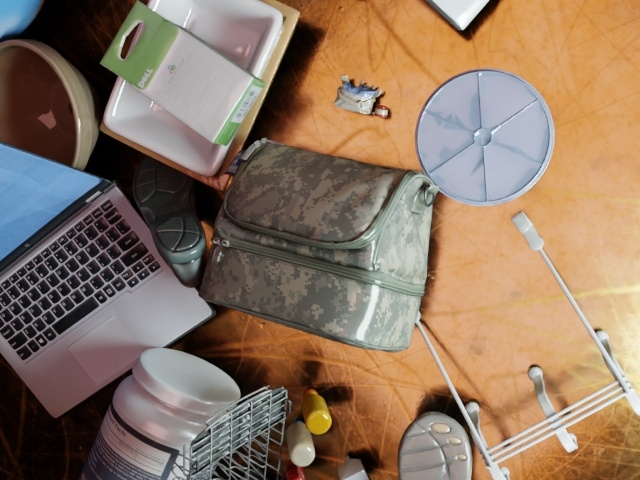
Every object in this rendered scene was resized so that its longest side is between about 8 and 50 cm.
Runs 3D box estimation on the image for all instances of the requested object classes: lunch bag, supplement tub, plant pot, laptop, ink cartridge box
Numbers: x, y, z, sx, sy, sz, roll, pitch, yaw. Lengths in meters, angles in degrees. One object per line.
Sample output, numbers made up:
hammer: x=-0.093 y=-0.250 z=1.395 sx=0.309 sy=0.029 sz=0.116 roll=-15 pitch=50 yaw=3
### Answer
lunch bag: x=0.000 y=0.000 z=1.212 sx=0.305 sy=0.213 sz=0.255 roll=14 pitch=86 yaw=30
supplement tub: x=-0.254 y=0.326 z=1.322 sx=0.191 sy=0.191 sz=0.272 roll=27 pitch=99 yaw=10
plant pot: x=-0.428 y=-0.203 z=1.350 sx=0.238 sy=0.110 sz=0.237 roll=12 pitch=113 yaw=30
laptop: x=-0.452 y=0.082 z=1.272 sx=0.382 sy=0.236 sz=0.407 roll=-34 pitch=97 yaw=22
ink cartridge box: x=-0.196 y=-0.237 z=1.211 sx=0.209 sy=0.062 sz=0.109 roll=35 pitch=100 yaw=10

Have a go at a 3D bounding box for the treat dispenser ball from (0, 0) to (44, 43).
treat dispenser ball: x=-0.561 y=-0.429 z=1.292 sx=0.288 sy=0.288 sz=0.288 roll=1 pitch=94 yaw=14

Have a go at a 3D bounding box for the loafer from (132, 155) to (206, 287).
loafer: x=-0.227 y=-0.035 z=1.291 sx=0.096 sy=0.267 sz=0.084 roll=-12 pitch=131 yaw=-9

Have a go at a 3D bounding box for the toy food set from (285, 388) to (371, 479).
toy food set: x=0.008 y=0.355 z=1.327 sx=0.111 sy=0.104 sz=0.232 roll=-29 pitch=105 yaw=1

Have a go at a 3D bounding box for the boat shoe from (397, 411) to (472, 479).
boat shoe: x=0.164 y=0.428 z=1.262 sx=0.133 sy=0.130 sz=0.355 roll=10 pitch=91 yaw=10

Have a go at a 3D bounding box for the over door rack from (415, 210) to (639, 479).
over door rack: x=0.283 y=0.155 z=1.234 sx=0.240 sy=0.108 sz=0.324 roll=-33 pitch=72 yaw=13

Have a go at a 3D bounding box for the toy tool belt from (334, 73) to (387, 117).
toy tool belt: x=0.065 y=-0.218 z=1.278 sx=0.083 sy=0.052 sz=0.051 roll=15 pitch=106 yaw=12

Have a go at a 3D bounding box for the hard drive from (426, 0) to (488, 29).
hard drive: x=0.228 y=-0.504 z=1.171 sx=0.233 sy=0.047 sz=0.353 roll=39 pitch=97 yaw=-13

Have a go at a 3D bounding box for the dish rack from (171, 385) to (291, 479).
dish rack: x=-0.138 y=0.333 z=1.243 sx=0.074 sy=0.208 sz=0.271 roll=28 pitch=126 yaw=32

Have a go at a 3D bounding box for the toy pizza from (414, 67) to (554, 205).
toy pizza: x=0.240 y=-0.151 z=1.250 sx=0.201 sy=0.032 sz=0.201 roll=1 pitch=95 yaw=15

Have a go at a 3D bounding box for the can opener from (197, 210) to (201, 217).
can opener: x=-0.277 y=-0.013 z=1.374 sx=0.186 sy=0.073 sz=0.059 roll=-21 pitch=81 yaw=5

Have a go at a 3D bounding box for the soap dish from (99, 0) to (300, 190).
soap dish: x=-0.182 y=-0.254 z=1.301 sx=0.229 sy=0.118 sz=0.290 roll=26 pitch=100 yaw=11
